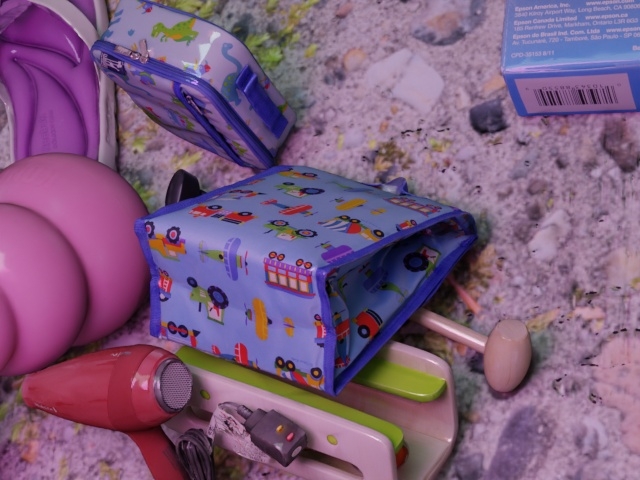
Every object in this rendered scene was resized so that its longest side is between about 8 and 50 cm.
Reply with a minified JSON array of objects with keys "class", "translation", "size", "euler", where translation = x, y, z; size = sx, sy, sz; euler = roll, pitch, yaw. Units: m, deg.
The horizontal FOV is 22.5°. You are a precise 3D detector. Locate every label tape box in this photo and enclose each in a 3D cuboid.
[{"class":"label tape box","translation":[0.327,-0.306,1.667],"size":[0.249,0.115,0.348],"euler":[-1,65,19]}]

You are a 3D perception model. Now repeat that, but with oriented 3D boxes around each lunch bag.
[{"class":"lunch bag","translation":[0.000,0.000,1.580],"size":[0.221,0.138,0.293],"euler":[15,34,32]},{"class":"lunch bag","translation":[-0.128,-0.163,1.703],"size":[0.176,0.219,0.090],"euler":[23,77,26]}]

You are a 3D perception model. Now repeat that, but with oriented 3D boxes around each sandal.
[{"class":"sandal","translation":[-0.325,-0.220,1.865],"size":[0.169,0.102,0.416],"euler":[-26,61,7]}]

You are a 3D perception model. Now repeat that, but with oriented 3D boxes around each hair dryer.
[{"class":"hair dryer","translation":[-0.164,0.199,1.536],"size":[0.293,0.224,0.080],"euler":[31,38,14]}]

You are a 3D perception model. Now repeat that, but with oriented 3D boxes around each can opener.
[{"class":"can opener","translation":[-0.150,0.016,1.704],"size":[0.059,0.073,0.186],"euler":[-25,47,42]}]

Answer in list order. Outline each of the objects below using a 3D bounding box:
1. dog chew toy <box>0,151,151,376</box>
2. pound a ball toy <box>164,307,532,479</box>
[{"class":"dog chew toy","translation":[-0.309,0.041,1.623],"size":[0.206,0.207,0.332],"euler":[12,27,24]},{"class":"pound a ball toy","translation":[0.027,0.147,1.583],"size":[0.319,0.136,0.208],"euler":[16,43,28]}]
